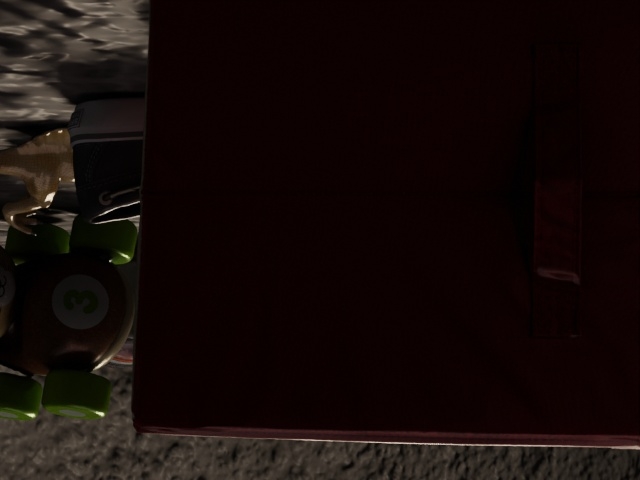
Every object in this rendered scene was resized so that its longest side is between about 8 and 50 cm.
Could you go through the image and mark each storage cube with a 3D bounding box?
[{"bbox_3d":[0.030,-0.008,0.693,0.193,0.184,0.215,1,174,3],"label":"storage cube"}]

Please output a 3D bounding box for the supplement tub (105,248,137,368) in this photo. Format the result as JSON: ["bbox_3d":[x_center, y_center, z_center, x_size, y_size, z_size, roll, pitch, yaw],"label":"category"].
[{"bbox_3d":[-0.180,0.064,1.559,0.106,0.106,0.198,1,172,-11],"label":"supplement tub"}]

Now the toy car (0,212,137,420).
[{"bbox_3d":[-0.248,0.039,1.252,0.149,0.155,0.188,-6,158,37],"label":"toy car"}]

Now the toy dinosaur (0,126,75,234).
[{"bbox_3d":[-0.162,-0.045,0.980,0.183,0.053,0.092,-5,160,-22],"label":"toy dinosaur"}]

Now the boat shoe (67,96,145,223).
[{"bbox_3d":[-0.020,-0.035,0.890,0.228,0.076,0.080,1,173,-9],"label":"boat shoe"}]
